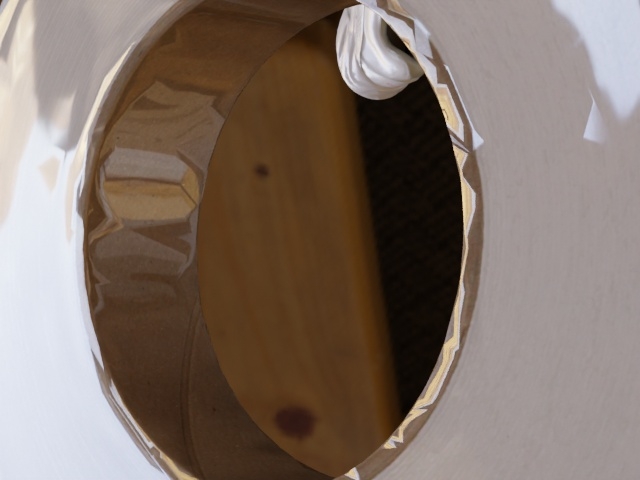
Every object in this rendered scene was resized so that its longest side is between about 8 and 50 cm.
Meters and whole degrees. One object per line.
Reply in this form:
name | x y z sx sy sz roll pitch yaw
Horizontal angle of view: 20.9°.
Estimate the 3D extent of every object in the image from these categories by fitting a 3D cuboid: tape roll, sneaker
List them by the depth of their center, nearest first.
tape roll | 0.000 0.000 0.673 0.392 0.392 0.072 -26 161 38
sneaker | 0.065 -0.243 1.501 0.090 0.232 0.115 -12 -177 -28
